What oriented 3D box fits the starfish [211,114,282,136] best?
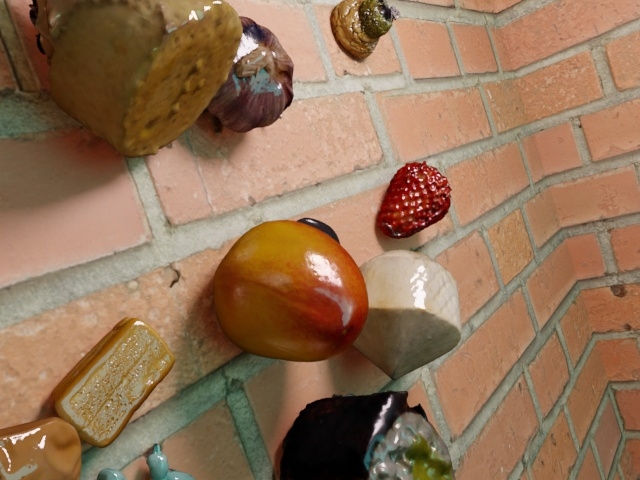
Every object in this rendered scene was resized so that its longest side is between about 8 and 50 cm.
[{"bbox_3d":[-0.216,-0.343,1.204,0.295,0.048,0.231,41,56,-26],"label":"starfish"}]

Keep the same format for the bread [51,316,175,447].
[{"bbox_3d":[-0.337,0.227,0.875,0.116,0.077,0.200,56,46,-23],"label":"bread"}]

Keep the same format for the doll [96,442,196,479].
[{"bbox_3d":[-0.297,0.420,0.876,0.158,0.059,0.159,58,45,-21],"label":"doll"}]

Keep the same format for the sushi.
[{"bbox_3d":[0.093,0.472,1.116,0.281,0.294,0.299,-18,91,-46],"label":"sushi"}]

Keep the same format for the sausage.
[{"bbox_3d":[-0.436,0.316,0.703,0.241,0.120,0.136,6,77,-48],"label":"sausage"}]

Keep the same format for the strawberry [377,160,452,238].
[{"bbox_3d":[0.266,-0.105,1.583,0.244,0.205,0.205,-45,113,-23],"label":"strawberry"}]

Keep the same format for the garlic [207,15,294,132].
[{"bbox_3d":[-0.148,-0.355,1.127,0.245,0.160,0.245,9,76,-41],"label":"garlic"}]

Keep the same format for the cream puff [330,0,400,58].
[{"bbox_3d":[0.148,-0.663,1.613,0.183,0.169,0.183,18,64,-43],"label":"cream puff"}]

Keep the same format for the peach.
[{"bbox_3d":[-0.047,0.102,1.063,0.289,0.308,0.289,17,69,-52],"label":"peach"}]

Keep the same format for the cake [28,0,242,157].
[{"bbox_3d":[-0.344,-0.351,0.899,0.321,0.332,0.332,41,46,0],"label":"cake"}]

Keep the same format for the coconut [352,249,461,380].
[{"bbox_3d":[0.193,0.190,1.323,0.328,0.328,0.329,17,66,-44],"label":"coconut"}]

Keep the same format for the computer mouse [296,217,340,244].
[{"bbox_3d":[0.000,0.000,1.332,0.172,0.057,0.099,32,53,-37],"label":"computer mouse"}]
